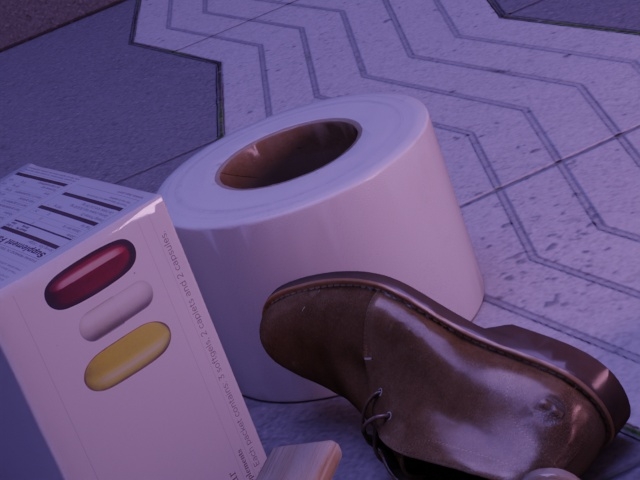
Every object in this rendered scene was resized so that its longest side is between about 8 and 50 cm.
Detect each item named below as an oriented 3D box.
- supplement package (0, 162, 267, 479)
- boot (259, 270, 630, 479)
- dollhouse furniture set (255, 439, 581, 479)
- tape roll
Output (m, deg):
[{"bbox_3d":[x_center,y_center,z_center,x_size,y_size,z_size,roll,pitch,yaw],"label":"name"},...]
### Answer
[{"bbox_3d":[-0.172,0.102,1.066,0.145,0.262,0.204,-33,26,-27],"label":"supplement package"},{"bbox_3d":[0.055,0.106,1.058,0.305,0.112,0.115,15,51,40],"label":"boot"},{"bbox_3d":[0.091,0.190,0.778,0.242,0.161,0.212,-11,24,23],"label":"dollhouse furniture set"},{"bbox_3d":[0.000,0.000,1.276,0.246,0.169,0.246,-17,23,7],"label":"tape roll"}]
